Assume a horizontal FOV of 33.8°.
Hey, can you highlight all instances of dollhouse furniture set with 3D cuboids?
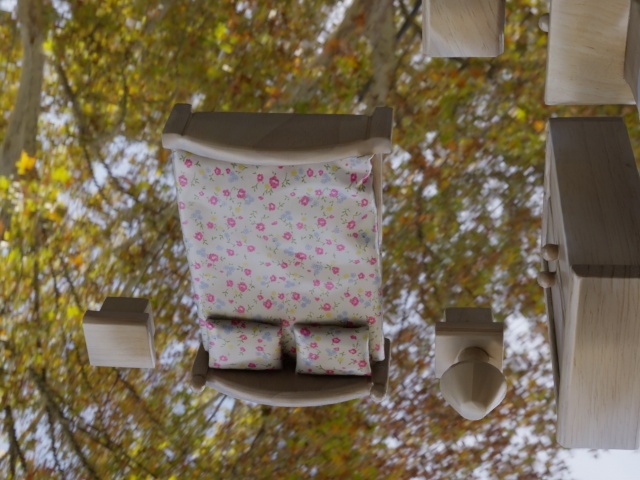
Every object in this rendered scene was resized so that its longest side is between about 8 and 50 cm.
[{"bbox_3d":[0.000,0.000,0.602,0.355,0.303,0.174,1,-146,7],"label":"dollhouse furniture set"}]
